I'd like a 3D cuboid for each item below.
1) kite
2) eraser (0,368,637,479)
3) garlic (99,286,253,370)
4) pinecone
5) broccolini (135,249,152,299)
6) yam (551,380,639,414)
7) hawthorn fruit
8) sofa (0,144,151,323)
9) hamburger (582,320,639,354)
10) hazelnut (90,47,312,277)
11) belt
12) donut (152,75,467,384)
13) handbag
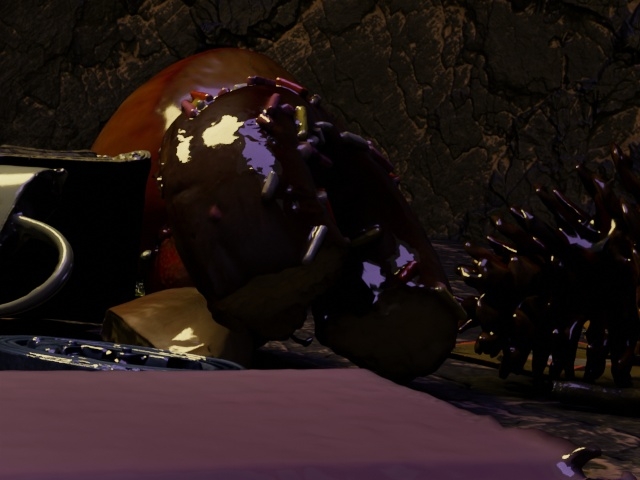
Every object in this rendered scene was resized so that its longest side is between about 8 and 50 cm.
[{"bbox_3d":[0.276,0.132,1.602,0.327,0.013,0.377,4,6,-8],"label":"kite"},{"bbox_3d":[-0.081,0.129,0.607,0.359,0.122,0.272,4,3,-29],"label":"eraser"},{"bbox_3d":[-0.110,0.090,1.247,0.101,0.087,0.195,-12,16,-26],"label":"garlic"},{"bbox_3d":[0.263,0.038,1.398,0.292,0.246,0.246,-18,0,11],"label":"pinecone"},{"bbox_3d":[-0.188,0.051,1.554,0.052,0.054,0.194,45,-25,-2],"label":"broccolini"},{"bbox_3d":[0.277,0.145,1.340,0.129,0.027,0.033,8,45,4],"label":"yam"},{"bbox_3d":[-0.080,0.044,1.445,0.194,0.157,0.157,42,-4,-13],"label":"hawthorn fruit"},{"bbox_3d":[-0.310,-0.006,1.436,0.258,0.200,0.182,-1,10,-44],"label":"sofa"},{"bbox_3d":[0.337,0.105,1.628,0.076,0.044,0.083,1,3,-25],"label":"hamburger"},{"bbox_3d":[-0.139,-0.080,1.935,0.366,0.366,0.366,6,5,0],"label":"hazelnut"},{"bbox_3d":[-0.138,0.110,0.955,0.190,0.082,0.141,7,2,20],"label":"belt"},{"bbox_3d":[-0.009,-0.020,1.293,0.136,0.259,0.345,-31,-34,19],"label":"donut"},{"bbox_3d":[-0.331,0.025,1.206,0.315,0.241,0.109,9,-39,23],"label":"handbag"}]
